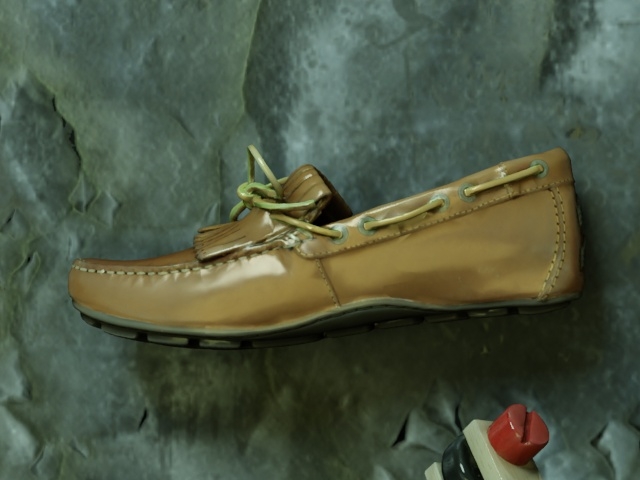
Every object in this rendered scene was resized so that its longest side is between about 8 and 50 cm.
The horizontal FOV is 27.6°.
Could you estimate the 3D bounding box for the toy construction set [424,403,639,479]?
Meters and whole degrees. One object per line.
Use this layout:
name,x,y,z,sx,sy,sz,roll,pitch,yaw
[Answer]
toy construction set,0.147,0.269,0.852,0.309,0.237,0.257,-22,124,24

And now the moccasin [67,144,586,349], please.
moccasin,-0.001,0.000,0.956,0.380,0.139,0.147,-8,89,13
